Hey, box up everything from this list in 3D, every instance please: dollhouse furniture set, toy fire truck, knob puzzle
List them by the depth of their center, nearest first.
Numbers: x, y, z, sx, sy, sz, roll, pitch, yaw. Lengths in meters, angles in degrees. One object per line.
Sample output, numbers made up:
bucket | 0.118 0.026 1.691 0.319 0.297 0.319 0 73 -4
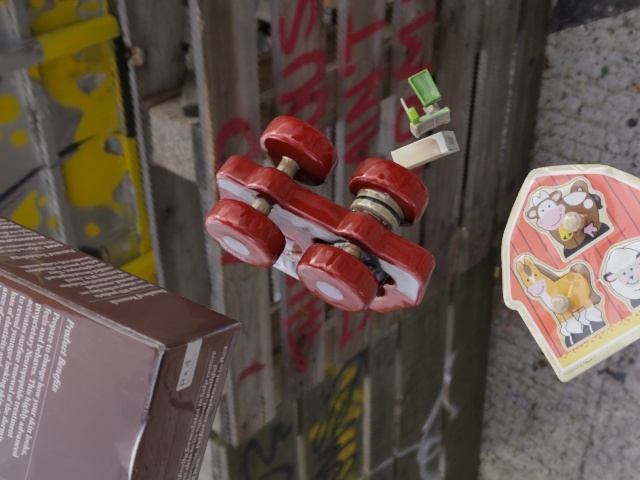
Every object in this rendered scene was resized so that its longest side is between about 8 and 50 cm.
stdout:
knob puzzle | 0.248 0.011 0.802 0.213 0.030 0.213 -3 86 41
toy fire truck | 0.000 0.000 1.079 0.302 0.169 0.254 27 159 11
dollhouse furniture set | 0.186 -0.244 1.499 0.058 0.076 0.151 63 -177 15

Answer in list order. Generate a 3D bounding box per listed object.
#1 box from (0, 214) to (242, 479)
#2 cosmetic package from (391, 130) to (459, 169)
box | -0.284 0.101 0.800 0.382 0.143 0.191 23 103 22
cosmetic package | 0.202 -0.172 1.613 0.115 0.060 0.041 -20 86 34
